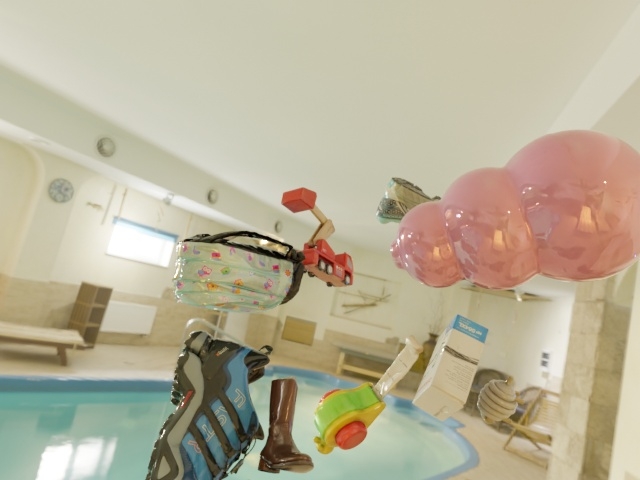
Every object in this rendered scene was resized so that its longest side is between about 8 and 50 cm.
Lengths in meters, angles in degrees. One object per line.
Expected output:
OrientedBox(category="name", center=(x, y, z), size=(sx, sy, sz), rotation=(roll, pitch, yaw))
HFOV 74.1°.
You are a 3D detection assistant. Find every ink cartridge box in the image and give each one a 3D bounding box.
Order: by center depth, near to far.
OrientedBox(category="ink cartridge box", center=(0.310, 0.303, 1.012), size=(0.086, 0.203, 0.148), rotation=(28, -36, 13))

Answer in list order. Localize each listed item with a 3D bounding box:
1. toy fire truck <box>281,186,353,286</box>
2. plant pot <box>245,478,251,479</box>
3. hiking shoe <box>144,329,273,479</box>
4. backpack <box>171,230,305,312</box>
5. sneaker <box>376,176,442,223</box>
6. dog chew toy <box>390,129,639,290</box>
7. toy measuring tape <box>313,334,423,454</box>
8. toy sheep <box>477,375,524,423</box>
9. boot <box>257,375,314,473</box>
OrientedBox(category="toy fire truck", center=(0.000, 0.000, 0.783), size=(0.047, 0.135, 0.192), rotation=(-11, -27, 33))
OrientedBox(category="plant pot", center=(-0.273, 0.721, 0.879), size=(0.306, 0.333, 0.334), rotation=(-13, -7, -4))
OrientedBox(category="hiking shoe", center=(-0.135, 0.257, 0.525), size=(0.132, 0.304, 0.113), rotation=(12, -37, -11))
OrientedBox(category="backpack", center=(-0.130, 0.052, 0.643), size=(0.152, 0.115, 0.182), rotation=(-12, -19, 37))
OrientedBox(category="sneaker", center=(0.258, -0.047, 1.027), size=(0.283, 0.122, 0.110), rotation=(25, 23, -17))
OrientedBox(category="dog chew toy", center=(0.264, -0.021, 0.601), size=(0.332, 0.206, 0.206), rotation=(-18, -20, 19))
OrientedBox(category="toy measuring tape", center=(0.078, 0.324, 0.875), size=(0.121, 0.330, 0.121), rotation=(31, 16, -10))
OrientedBox(category="toy sheep", center=(0.415, 0.370, 0.986), size=(0.091, 0.132, 0.091), rotation=(21, 12, -5))
OrientedBox(category="boot", center=(-0.037, 0.211, 0.505), size=(0.037, 0.114, 0.106), rotation=(30, -39, -26))
